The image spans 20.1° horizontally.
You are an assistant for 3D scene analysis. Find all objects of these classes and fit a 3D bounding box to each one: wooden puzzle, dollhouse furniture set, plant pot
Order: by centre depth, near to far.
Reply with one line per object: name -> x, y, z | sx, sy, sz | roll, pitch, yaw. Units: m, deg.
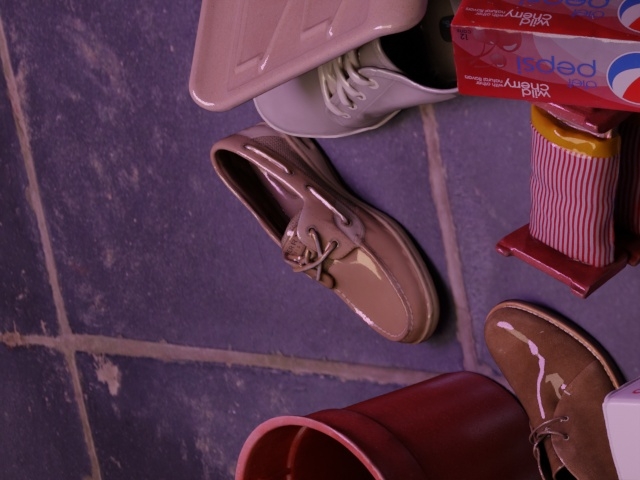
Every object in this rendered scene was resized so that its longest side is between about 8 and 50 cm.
dollhouse furniture set -> 0.347, -0.030, 1.649 | 0.374, 0.152, 0.201 | 28, 135, 39
wooden puzzle -> 0.011, -0.312, 1.893 | 0.347, 0.080, 0.322 | -16, 61, 49
plant pot -> 0.093, 0.278, 1.996 | 0.272, 0.265, 0.272 | 20, 119, 41

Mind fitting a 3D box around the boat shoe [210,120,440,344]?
boat shoe -> 0.000, 0.000, 2.098 | 0.341, 0.110, 0.122 | 47, 135, 24

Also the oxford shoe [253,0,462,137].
oxford shoe -> 0.056, -0.202, 1.944 | 0.449, 0.130, 0.169 | -9, 100, 50

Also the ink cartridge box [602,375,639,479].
ink cartridge box -> 0.399, 0.166, 1.698 | 0.218, 0.158, 0.092 | -1, 106, 48

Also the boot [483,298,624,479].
boot -> 0.259, 0.189, 1.896 | 0.305, 0.115, 0.112 | 52, 138, 21

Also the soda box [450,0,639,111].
soda box -> 0.254, -0.175, 1.612 | 0.263, 0.092, 0.083 | 8, 136, 20
